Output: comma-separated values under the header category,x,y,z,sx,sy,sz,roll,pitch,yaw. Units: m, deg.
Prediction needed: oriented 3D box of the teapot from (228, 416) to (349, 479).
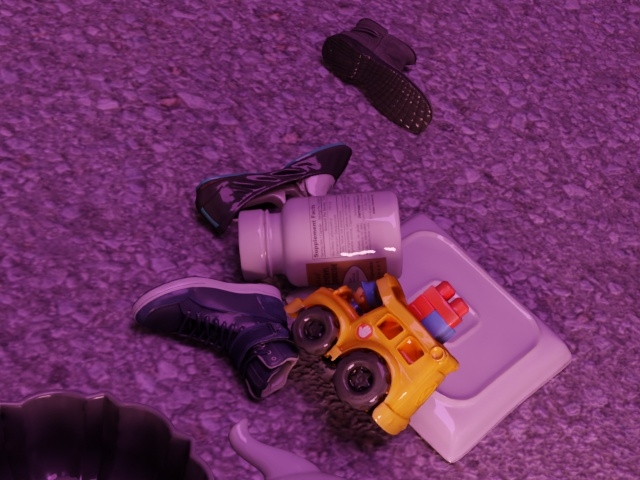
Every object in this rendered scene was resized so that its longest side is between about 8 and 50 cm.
category,x,y,z,sx,sy,sz,roll,pitch,yaw
teapot,-0.058,0.381,1.486,0.187,0.252,0.256,7,30,5

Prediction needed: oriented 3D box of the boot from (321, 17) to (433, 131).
category,x,y,z,sx,sy,sz,roll,pitch,yaw
boot,0.133,-0.308,2.322,0.246,0.083,0.161,42,39,12

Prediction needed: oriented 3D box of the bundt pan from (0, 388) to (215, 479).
category,x,y,z,sx,sy,sz,roll,pitch,yaw
bundt pan,-0.282,0.321,1.448,0.331,0.124,0.331,4,38,-3

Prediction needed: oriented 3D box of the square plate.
category,x,y,z,sx,sy,sz,roll,pitch,yaw
square plate,0.177,0.123,1.960,0.347,0.049,0.344,44,45,16

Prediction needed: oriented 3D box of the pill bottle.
category,x,y,z,sx,sy,sz,roll,pitch,yaw
pill bottle,0.000,0.000,1.884,0.229,0.131,0.131,-4,48,1

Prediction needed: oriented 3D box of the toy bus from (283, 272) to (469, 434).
category,x,y,z,sx,sy,sz,roll,pitch,yaw
toy bus,0.090,0.121,1.773,0.220,0.211,0.149,48,5,22

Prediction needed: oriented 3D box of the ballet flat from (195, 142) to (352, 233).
category,x,y,z,sx,sy,sz,roll,pitch,yaw
ballet flat,-0.059,-0.070,1.998,0.280,0.095,0.096,-18,69,-26

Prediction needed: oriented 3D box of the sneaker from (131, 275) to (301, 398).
category,x,y,z,sx,sy,sz,roll,pitch,yaw
sneaker,-0.133,0.134,1.763,0.226,0.086,0.163,1,47,-28
